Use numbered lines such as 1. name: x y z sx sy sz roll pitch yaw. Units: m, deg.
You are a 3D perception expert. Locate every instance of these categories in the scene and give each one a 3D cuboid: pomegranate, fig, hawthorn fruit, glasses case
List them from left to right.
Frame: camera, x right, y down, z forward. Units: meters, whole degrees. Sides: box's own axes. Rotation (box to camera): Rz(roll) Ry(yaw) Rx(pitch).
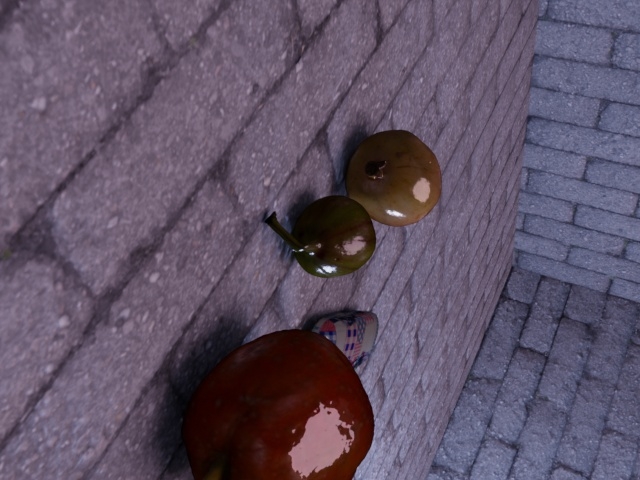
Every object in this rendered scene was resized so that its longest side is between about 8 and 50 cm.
1. hawthorn fruit: -0.080 0.288 0.953 0.330 0.287 0.286 -25 129 -53
2. fig: 0.015 -0.004 1.102 0.186 0.142 0.147 -41 117 -71
3. glasses case: 0.050 0.218 1.418 0.327 0.076 0.125 3 104 -66
4. pomegranate: 0.142 -0.119 1.252 0.191 0.191 0.191 -46 145 -46

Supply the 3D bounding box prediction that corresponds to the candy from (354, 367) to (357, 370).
1. candy: 0.004 0.442 1.474 0.119 0.119 0.439 84 25 -43
